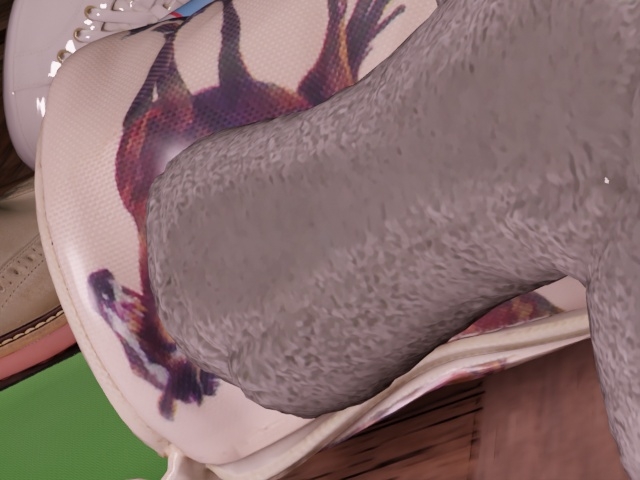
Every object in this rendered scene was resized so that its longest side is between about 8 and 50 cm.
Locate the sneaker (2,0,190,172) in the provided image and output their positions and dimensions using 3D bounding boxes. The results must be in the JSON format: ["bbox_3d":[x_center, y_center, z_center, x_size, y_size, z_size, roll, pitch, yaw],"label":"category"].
[{"bbox_3d":[-0.119,-0.172,1.154,0.123,0.106,0.290,22,93,65],"label":"sneaker"}]

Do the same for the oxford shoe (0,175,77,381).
[{"bbox_3d":[-0.213,0.015,0.899,0.140,0.146,0.397,-16,14,41],"label":"oxford shoe"}]

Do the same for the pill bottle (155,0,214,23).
[{"bbox_3d":[-0.049,-0.116,1.124,0.160,0.087,0.087,-34,21,-15],"label":"pill bottle"}]

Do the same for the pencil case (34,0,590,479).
[{"bbox_3d":[0.110,-0.046,0.594,0.410,0.160,0.183,-21,60,12],"label":"pencil case"}]

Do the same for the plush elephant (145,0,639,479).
[{"bbox_3d":[0.166,0.003,0.374,0.330,0.255,0.272,-53,53,28],"label":"plush elephant"}]

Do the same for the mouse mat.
[{"bbox_3d":[-0.110,0.085,0.739,0.153,0.007,0.189,-26,18,4],"label":"mouse mat"}]

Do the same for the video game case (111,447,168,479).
[{"bbox_3d":[-0.166,0.164,0.673,0.248,0.035,0.275,-21,21,19],"label":"video game case"}]
